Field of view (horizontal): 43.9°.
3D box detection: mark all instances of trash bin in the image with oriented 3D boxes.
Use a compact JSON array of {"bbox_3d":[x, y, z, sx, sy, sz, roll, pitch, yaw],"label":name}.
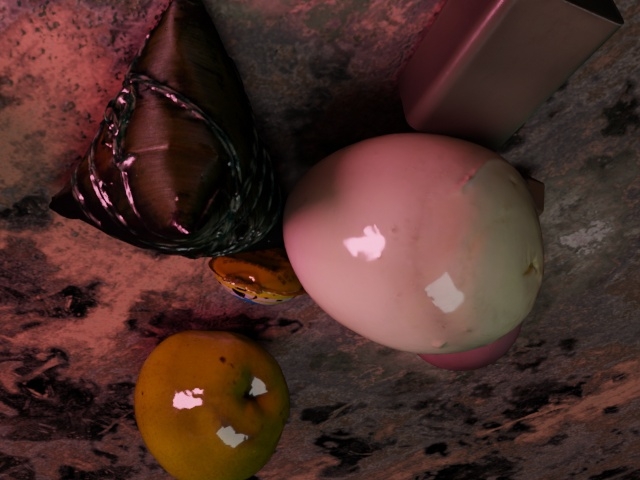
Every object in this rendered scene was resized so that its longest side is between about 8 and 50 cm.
[{"bbox_3d":[0.221,-0.239,0.992,0.164,0.122,0.240,14,137,-25],"label":"trash bin"}]

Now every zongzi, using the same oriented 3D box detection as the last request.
[{"bbox_3d":[-0.136,-0.073,1.042,0.362,0.319,0.383,12,155,-25],"label":"zongzi"}]

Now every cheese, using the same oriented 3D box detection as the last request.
[{"bbox_3d":[-0.079,0.043,1.187,0.156,0.250,0.064,19,106,10],"label":"cheese"}]

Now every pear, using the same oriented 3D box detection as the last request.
[{"bbox_3d":[-0.200,0.297,1.429,0.294,0.294,0.294,-6,140,-5],"label":"pear"}]

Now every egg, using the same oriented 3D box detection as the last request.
[{"bbox_3d":[0.110,0.000,1.024,0.345,0.283,0.283,10,148,27],"label":"egg"}]

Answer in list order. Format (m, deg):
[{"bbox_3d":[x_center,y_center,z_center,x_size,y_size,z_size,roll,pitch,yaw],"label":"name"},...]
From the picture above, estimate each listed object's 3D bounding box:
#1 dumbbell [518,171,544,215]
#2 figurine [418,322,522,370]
[{"bbox_3d":[0.237,-0.082,1.206,0.230,0.082,0.092,15,135,-27],"label":"dumbbell"},{"bbox_3d":[0.236,0.122,1.349,0.269,0.211,0.261,-9,140,-2],"label":"figurine"}]
